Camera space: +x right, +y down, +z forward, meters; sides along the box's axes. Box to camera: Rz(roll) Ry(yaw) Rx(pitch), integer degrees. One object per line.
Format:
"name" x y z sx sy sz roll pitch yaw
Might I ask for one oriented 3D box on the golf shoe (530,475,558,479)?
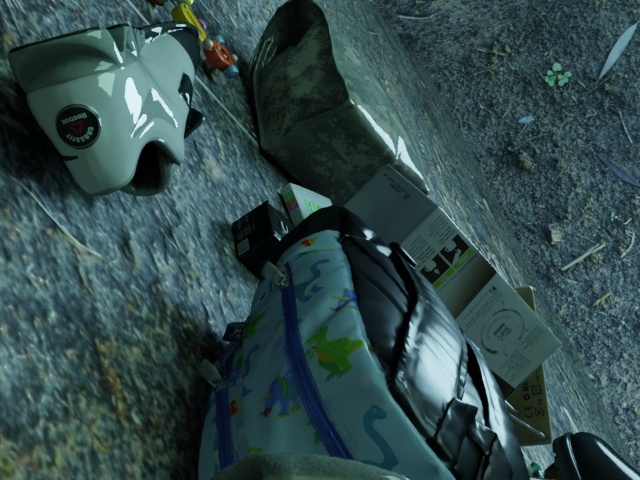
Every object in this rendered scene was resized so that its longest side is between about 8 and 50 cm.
"golf shoe" 0.206 0.291 1.130 0.272 0.105 0.120 9 36 -43

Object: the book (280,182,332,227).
"book" 0.000 0.000 1.299 0.096 0.035 0.144 24 38 -56

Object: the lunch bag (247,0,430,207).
"lunch bag" 0.018 -0.195 1.462 0.235 0.168 0.287 43 26 -42

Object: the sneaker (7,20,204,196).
"sneaker" -0.172 -0.115 0.882 0.330 0.122 0.146 -62 137 -73

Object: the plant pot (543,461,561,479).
"plant pot" 0.422 0.430 1.536 0.165 0.167 0.167 49 17 -5

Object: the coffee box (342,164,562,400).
"coffee box" 0.165 0.057 1.303 0.297 0.119 0.168 44 3 -29

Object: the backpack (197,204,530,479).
"backpack" 0.039 0.152 0.792 0.290 0.273 0.355 56 -6 -15

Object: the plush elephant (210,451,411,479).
"plush elephant" 0.002 0.255 0.487 0.330 0.255 0.272 -48 153 -41

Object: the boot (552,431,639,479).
"boot" 0.551 0.311 1.215 0.146 0.445 0.367 42 22 -44

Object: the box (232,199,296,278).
"box" -0.050 0.010 1.085 0.083 0.052 0.062 43 22 -38

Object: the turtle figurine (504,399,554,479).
"turtle figurine" 0.208 0.259 1.277 0.234 0.118 0.175 53 -8 49

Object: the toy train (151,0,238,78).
"toy train" -0.172 -0.286 1.290 0.166 0.046 0.125 63 15 7

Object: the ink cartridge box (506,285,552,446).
"ink cartridge box" 0.298 0.192 1.526 0.193 0.088 0.235 33 50 -80
